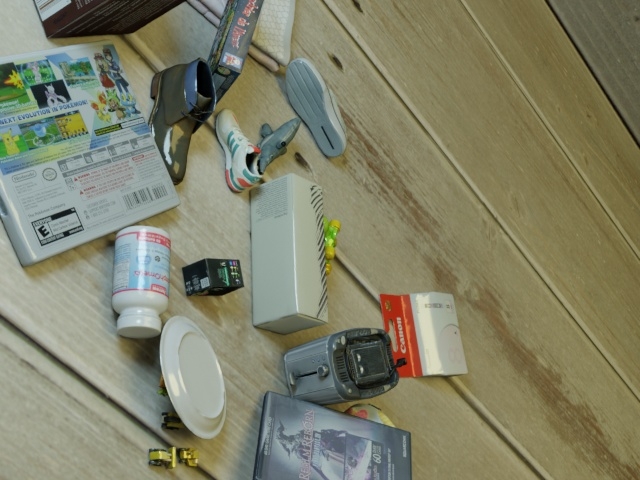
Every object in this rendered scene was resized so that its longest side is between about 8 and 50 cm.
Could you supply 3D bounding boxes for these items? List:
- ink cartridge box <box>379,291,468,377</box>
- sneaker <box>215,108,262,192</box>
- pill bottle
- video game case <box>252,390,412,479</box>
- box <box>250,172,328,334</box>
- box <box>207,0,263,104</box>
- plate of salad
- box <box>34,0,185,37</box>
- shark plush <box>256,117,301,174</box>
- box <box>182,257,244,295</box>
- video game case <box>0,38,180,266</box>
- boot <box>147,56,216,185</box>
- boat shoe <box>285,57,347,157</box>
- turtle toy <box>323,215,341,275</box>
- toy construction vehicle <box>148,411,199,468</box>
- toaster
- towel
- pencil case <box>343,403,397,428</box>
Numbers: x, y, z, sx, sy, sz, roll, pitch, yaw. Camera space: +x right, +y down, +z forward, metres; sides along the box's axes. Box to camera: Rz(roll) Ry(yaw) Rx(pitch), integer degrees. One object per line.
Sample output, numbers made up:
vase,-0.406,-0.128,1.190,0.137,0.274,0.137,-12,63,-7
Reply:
ink cartridge box,0.230,0.207,2.085,0.232,0.066,0.189,12,65,-54
sneaker,-0.143,-0.173,1.752,0.057,0.075,0.161,3,72,-52
pill bottle,-0.276,0.065,1.460,0.087,0.087,0.160,22,58,-46
video game case,0.026,0.368,1.609,0.274,0.026,0.196,19,36,-10
box,-0.058,0.025,1.744,0.094,0.113,0.275,22,59,-47
box,-0.155,-0.379,1.717,0.044,0.159,0.233,20,70,-16
plate of salad,-0.205,0.216,1.486,0.200,0.048,0.200,-20,90,-74
box,-0.346,-0.438,1.531,0.203,0.167,0.169,-24,93,-54
shark plush,-0.092,-0.186,1.831,0.073,0.067,0.161,61,37,-14
box,-0.181,0.062,1.606,0.083,0.062,0.052,4,70,-52
video game case,-0.385,-0.147,1.460,0.329,0.036,0.300,-29,98,-53
boot,-0.235,-0.209,1.623,0.082,0.106,0.219,14,63,-48
boat shoe,-0.007,-0.284,1.992,0.076,0.083,0.226,-66,139,-58
turtle toy,0.000,0.000,1.844,0.066,0.130,0.095,12,50,1
toy construction vehicle,-0.217,0.310,1.469,0.098,0.035,0.086,26,55,-44
toaster,0.039,0.234,1.743,0.227,0.146,0.129,-3,77,-52
towel,-0.161,-0.551,1.924,0.317,0.053,0.332,36,47,-38
pencil case,0.038,0.406,1.684,0.273,0.124,0.114,-39,146,-51
